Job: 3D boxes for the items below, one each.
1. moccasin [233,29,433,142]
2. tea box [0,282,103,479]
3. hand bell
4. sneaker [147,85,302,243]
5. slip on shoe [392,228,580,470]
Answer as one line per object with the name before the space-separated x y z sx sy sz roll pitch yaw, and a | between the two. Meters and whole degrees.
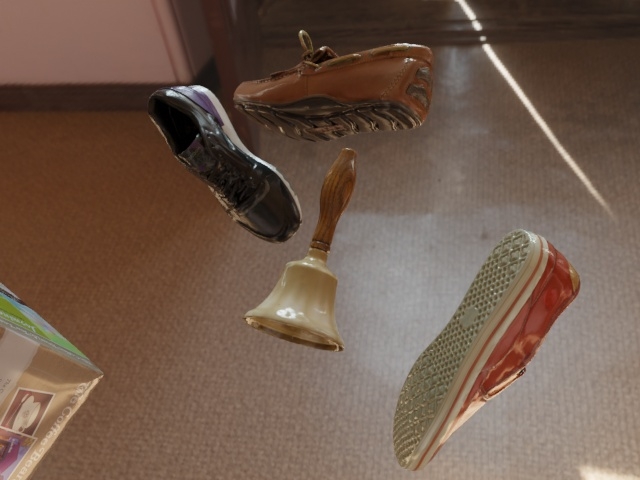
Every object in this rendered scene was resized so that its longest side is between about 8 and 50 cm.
moccasin | 0.010 -0.248 1.277 0.380 0.139 0.147 -1 68 46
tea box | -0.542 0.214 1.099 0.323 0.220 0.329 27 79 35
hand bell | 0.000 0.000 0.968 0.126 0.126 0.242 11 74 19
sneaker | -0.149 -0.101 1.151 0.107 0.124 0.283 -43 83 19
slip on shoe | 0.189 0.145 0.942 0.101 0.331 0.123 26 16 -17
